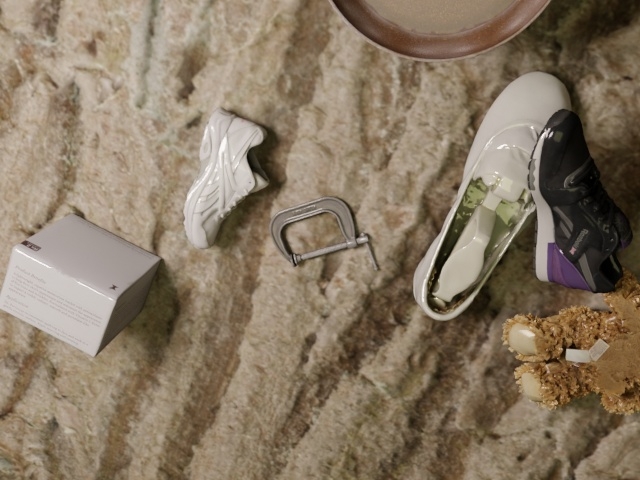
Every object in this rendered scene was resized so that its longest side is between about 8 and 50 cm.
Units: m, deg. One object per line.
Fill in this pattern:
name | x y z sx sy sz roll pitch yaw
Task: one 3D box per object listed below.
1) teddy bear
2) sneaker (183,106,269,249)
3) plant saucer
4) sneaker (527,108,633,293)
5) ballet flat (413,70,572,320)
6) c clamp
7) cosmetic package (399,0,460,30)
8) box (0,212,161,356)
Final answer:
teddy bear | 0.450 0.160 1.120 0.338 0.113 0.245 -31 93 26
sneaker | -0.143 -0.083 1.153 0.115 0.090 0.232 17 111 1
plant saucer | 0.142 -0.370 0.865 0.311 0.050 0.310 3 108 8
sneaker | 0.361 -0.047 0.985 0.124 0.107 0.283 20 142 38
ballet flat | 0.252 -0.046 1.065 0.139 0.139 0.400 25 111 2
c clamp | 0.000 0.000 1.186 0.161 0.022 0.137 -11 106 14
cosmetic package | 0.094 -0.429 0.960 0.129 0.153 0.296 -36 97 18
box | -0.388 0.067 1.198 0.181 0.182 0.119 27 113 2
